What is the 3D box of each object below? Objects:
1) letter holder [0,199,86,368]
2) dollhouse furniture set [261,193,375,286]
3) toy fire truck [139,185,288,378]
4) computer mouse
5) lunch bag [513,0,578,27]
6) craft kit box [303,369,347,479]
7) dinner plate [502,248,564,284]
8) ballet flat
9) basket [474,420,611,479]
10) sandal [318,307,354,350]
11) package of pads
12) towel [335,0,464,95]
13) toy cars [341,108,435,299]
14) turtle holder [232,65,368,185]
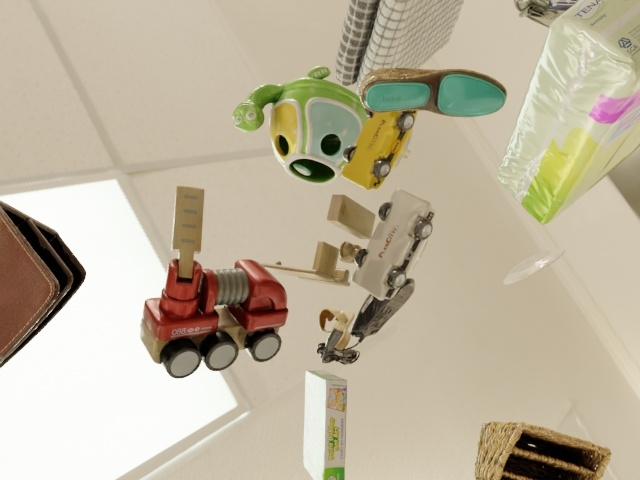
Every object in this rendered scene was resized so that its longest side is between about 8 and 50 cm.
[{"bbox_3d":[-0.489,0.128,0.812,0.214,0.302,0.152,44,174,22],"label":"letter holder"},{"bbox_3d":[0.000,0.000,1.035,0.144,0.123,0.151,26,-107,-50],"label":"dollhouse furniture set"},{"bbox_3d":[-0.162,0.057,0.880,0.217,0.246,0.158,-3,-152,-36],"label":"toy fire truck"},{"bbox_3d":[0.089,0.166,1.247,0.060,0.262,0.184,45,-164,30],"label":"computer mouse"},{"bbox_3d":[0.414,-0.420,0.758,0.256,0.305,0.212,13,-178,-4],"label":"lunch bag"},{"bbox_3d":[0.008,0.451,1.378,0.061,0.250,0.246,0,-99,-12],"label":"craft kit box"},{"bbox_3d":[0.445,0.050,1.192,0.141,0.141,0.017,-27,-96,-51],"label":"dinner plate"},{"bbox_3d":[0.154,-0.213,0.786,0.206,0.073,0.067,2,-141,-9],"label":"ballet flat"},{"bbox_3d":[0.614,0.647,1.584,0.299,0.223,0.213,20,-112,-9],"label":"basket"},{"bbox_3d":[0.033,0.213,1.489,0.079,0.088,0.240,47,-168,-9],"label":"sandal"},{"bbox_3d":[0.320,-0.170,0.599,0.229,0.296,0.101,-38,-111,-10],"label":"package of pads"},{"bbox_3d":[0.146,-0.407,0.965,0.121,0.235,0.283,37,-121,14],"label":"towel"},{"bbox_3d":[0.132,-0.085,1.027,0.087,0.176,0.393,17,-119,-46],"label":"toy cars"},{"bbox_3d":[-0.026,-0.281,1.398,0.320,0.243,0.227,35,-125,-44],"label":"turtle holder"}]
